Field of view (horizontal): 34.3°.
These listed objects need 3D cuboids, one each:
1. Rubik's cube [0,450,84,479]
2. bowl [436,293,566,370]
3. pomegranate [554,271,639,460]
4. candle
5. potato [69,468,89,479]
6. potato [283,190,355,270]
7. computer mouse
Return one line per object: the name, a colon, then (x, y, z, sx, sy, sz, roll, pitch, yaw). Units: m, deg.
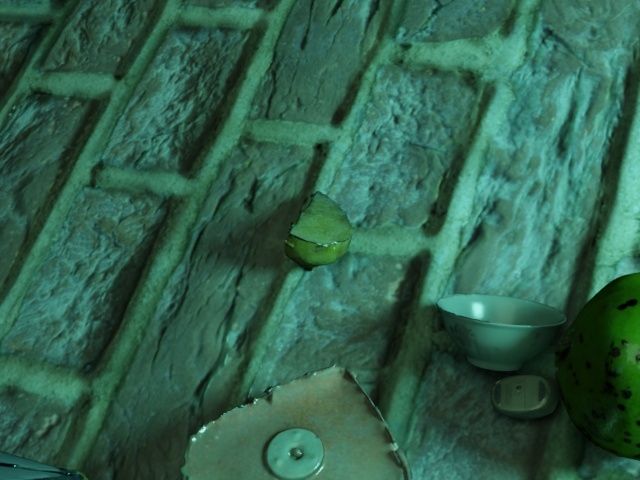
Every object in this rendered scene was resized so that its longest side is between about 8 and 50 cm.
Rubik's cube: (-0.532, 0.430, 1.389, 0.310, 0.307, 0.305, 13, 84, 22)
bowl: (0.257, 0.139, 1.510, 0.189, 0.189, 0.086, 9, 100, 22)
pomegranate: (0.447, 0.167, 1.368, 0.271, 0.254, 0.254, 6, 58, 7)
candle: (-0.020, 0.317, 1.473, 0.317, 0.131, 0.287, 10, 53, 12)
potato: (-0.369, 0.404, 1.552, 0.096, 0.066, 0.103, 11, 59, 19)
potato: (0.000, 0.000, 1.720, 0.101, 0.089, 0.172, 17, 29, 4)
computer mouse: (0.295, 0.226, 1.488, 0.096, 0.039, 0.066, -6, 55, 22)
